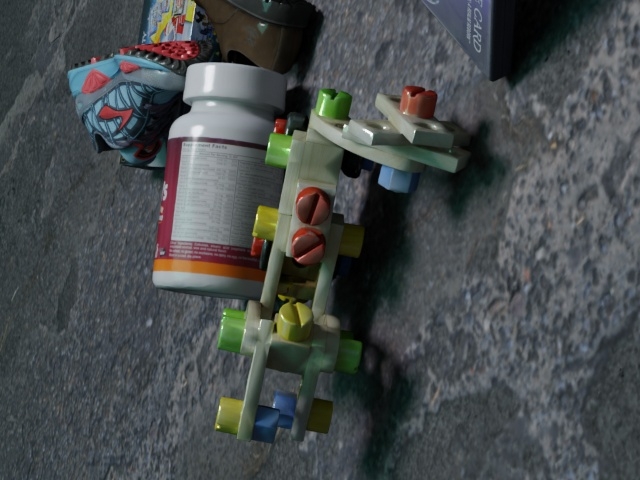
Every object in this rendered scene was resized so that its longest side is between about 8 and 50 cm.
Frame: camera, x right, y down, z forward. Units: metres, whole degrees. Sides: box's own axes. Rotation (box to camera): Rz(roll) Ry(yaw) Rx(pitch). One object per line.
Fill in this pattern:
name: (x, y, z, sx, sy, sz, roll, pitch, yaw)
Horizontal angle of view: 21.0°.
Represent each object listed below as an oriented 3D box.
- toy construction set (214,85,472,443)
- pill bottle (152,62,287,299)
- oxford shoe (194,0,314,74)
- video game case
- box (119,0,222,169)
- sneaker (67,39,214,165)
toy construction set: (0.000, 0.000, 1.458, 0.215, 0.151, 0.327, -84, 20, -71)
pill bottle: (-0.094, -0.056, 1.692, 0.121, 0.121, 0.221, -4, 78, 63)
oxford shoe: (-0.086, -0.222, 1.774, 0.227, 0.083, 0.096, -138, 57, -60)
video game case: (0.070, -0.278, 1.356, 0.274, 0.026, 0.196, 53, 162, 31)
box: (-0.164, -0.194, 1.955, 0.159, 0.044, 0.233, 8, 89, 63)
sneaker: (-0.181, -0.146, 1.853, 0.262, 0.104, 0.125, -4, 97, 62)
